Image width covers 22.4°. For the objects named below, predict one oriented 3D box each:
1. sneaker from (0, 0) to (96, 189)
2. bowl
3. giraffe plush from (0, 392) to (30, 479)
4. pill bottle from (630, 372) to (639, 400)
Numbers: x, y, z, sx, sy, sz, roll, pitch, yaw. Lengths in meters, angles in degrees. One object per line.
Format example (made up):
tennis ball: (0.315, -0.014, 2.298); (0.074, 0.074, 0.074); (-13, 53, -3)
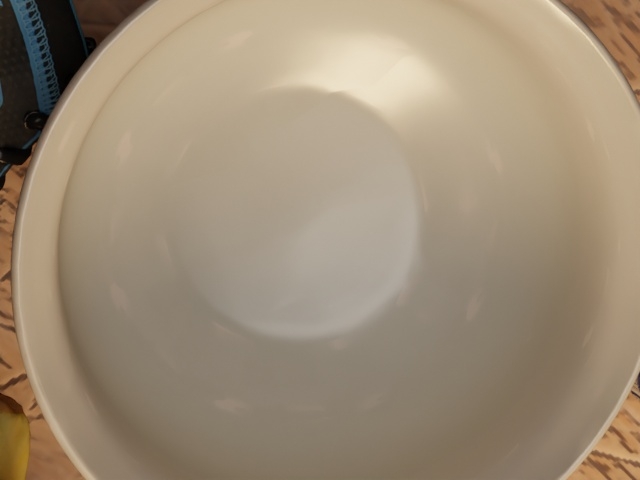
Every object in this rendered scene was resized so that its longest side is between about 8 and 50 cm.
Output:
sneaker: (-0.170, -0.051, 0.710); (0.139, 0.125, 0.341); (10, 102, -21)
bowl: (0.000, 0.000, 0.761); (0.297, 0.134, 0.298); (-3, 103, -14)
giraffe plush: (-0.158, 0.199, 0.761); (0.181, 0.210, 0.170); (-24, 138, 24)
pill bottle: (0.207, 0.073, 0.839); (0.067, 0.120, 0.067); (-4, 104, -14)
